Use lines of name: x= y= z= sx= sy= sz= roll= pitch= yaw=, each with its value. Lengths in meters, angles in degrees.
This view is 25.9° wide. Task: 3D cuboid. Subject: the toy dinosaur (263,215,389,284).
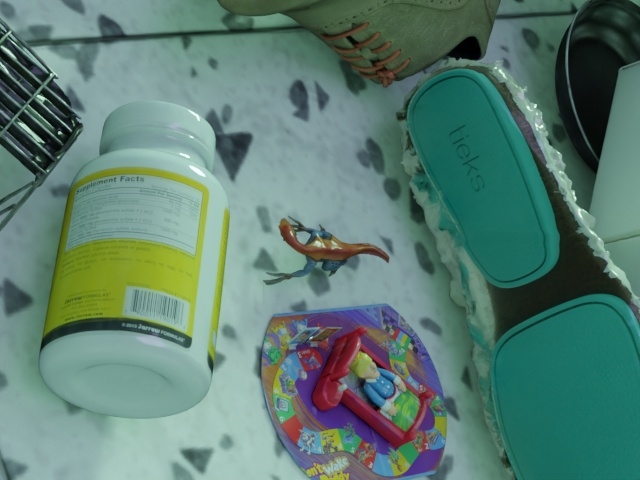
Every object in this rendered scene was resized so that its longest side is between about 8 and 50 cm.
toy dinosaur: x=0.000 y=0.000 z=0.983 sx=0.082 sy=0.090 sz=0.047 roll=54 pitch=24 yaw=-83

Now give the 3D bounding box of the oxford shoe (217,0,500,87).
oxford shoe: x=0.046 y=-0.182 z=1.072 sx=0.348 sy=0.123 sz=0.130 roll=-14 pitch=104 yaw=-49

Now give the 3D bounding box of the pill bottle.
pill bottle: x=-0.110 y=0.009 z=0.860 sx=0.103 sy=0.103 sz=0.184 roll=24 pitch=53 yaw=-29

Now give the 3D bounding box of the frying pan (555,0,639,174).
frying pan: x=0.306 y=-0.072 z=1.301 sx=0.197 sy=0.053 sz=0.326 roll=-27 pitch=98 yaw=-44

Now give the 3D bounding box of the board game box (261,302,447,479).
board game box: x=0.037 y=0.105 z=0.983 sx=0.169 sy=0.033 sz=0.133 roll=-3 pitch=69 yaw=-41

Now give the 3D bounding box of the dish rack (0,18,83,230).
dish rack: x=-0.266 y=-0.051 z=0.786 sx=0.208 sy=0.074 sz=0.271 roll=44 pitch=44 yaw=-15

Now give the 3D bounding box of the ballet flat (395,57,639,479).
ballet flat: x=0.179 y=0.048 z=1.077 sx=0.147 sy=0.147 sz=0.408 roll=-3 pitch=70 yaw=-42

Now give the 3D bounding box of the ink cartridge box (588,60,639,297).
ink cartridge box: x=0.372 y=0.004 z=1.214 sx=0.307 sy=0.129 sz=0.223 roll=45 pitch=46 yaw=-30
